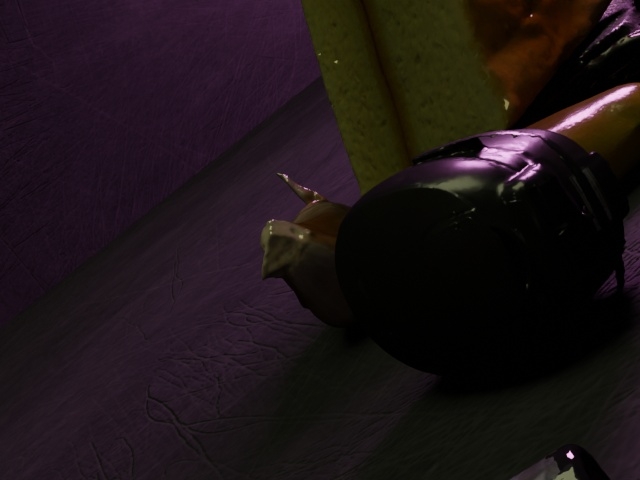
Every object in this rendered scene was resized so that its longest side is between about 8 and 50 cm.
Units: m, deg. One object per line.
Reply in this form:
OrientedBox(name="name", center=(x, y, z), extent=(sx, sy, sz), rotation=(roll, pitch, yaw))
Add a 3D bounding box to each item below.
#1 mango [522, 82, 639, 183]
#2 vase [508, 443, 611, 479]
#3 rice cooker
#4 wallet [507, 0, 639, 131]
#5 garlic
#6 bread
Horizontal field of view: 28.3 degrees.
OrientedBox(name="mango", center=(0.185, -0.060, 0.940), extent=(0.161, 0.076, 0.103), rotation=(-33, 8, 8))
OrientedBox(name="vase", center=(0.038, 0.167, 0.550), extent=(0.211, 0.060, 0.060), rotation=(-36, 12, 13))
OrientedBox(name="rice cooker", center=(0.100, 0.006, 0.790), extent=(0.118, 0.142, 0.203), rotation=(-33, 8, -41))
OrientedBox(name="wallet", center=(0.212, -0.130, 1.154), extent=(0.262, 0.071, 0.221), rotation=(-41, 11, 22))
OrientedBox(name="garlic", center=(0.008, 0.002, 1.100), extent=(0.090, 0.129, 0.198), rotation=(-51, 10, 20))
OrientedBox(name="bread", center=(0.042, -0.245, 1.114), extent=(0.245, 0.361, 0.233), rotation=(-46, 4, -33))
